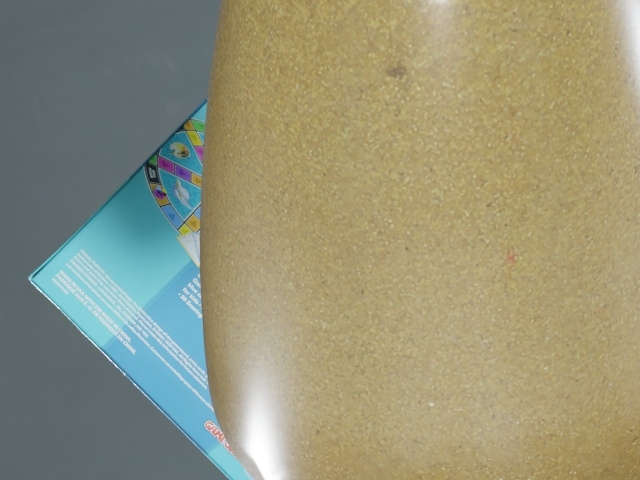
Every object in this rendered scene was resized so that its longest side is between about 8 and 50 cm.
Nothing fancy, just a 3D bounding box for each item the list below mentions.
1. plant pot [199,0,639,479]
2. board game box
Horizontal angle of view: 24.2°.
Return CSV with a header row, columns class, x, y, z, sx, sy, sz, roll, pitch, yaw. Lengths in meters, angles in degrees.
class,x,y,z,sx,sy,sz,roll,pitch,yaw
plant pot,0.052,-0.046,0.583,0.237,0.237,0.254,-12,135,-4
board game box,0.000,0.000,1.047,0.336,0.254,0.079,-43,-176,21
